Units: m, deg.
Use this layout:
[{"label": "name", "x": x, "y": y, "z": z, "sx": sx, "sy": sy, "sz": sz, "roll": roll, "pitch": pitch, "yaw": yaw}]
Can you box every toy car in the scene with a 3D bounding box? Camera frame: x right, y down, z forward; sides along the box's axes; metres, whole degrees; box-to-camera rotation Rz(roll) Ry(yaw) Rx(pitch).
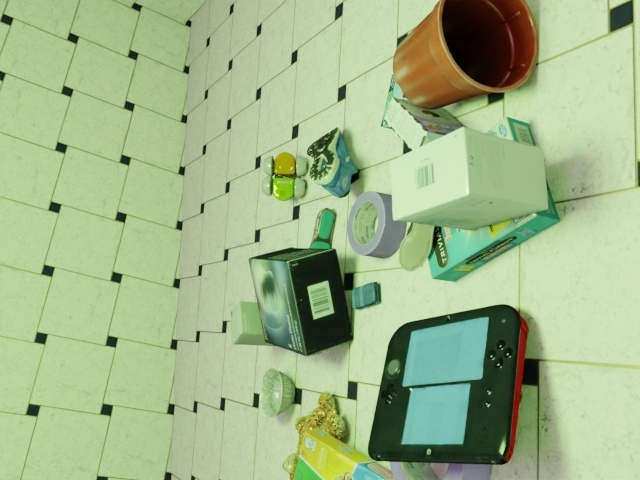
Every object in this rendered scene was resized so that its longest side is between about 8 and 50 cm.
[{"label": "toy car", "x": -0.130, "y": -0.230, "z": 2.305, "sx": 0.136, "sy": 0.159, "sz": 0.182, "roll": 68, "pitch": -155, "yaw": -81}]

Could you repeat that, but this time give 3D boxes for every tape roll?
[{"label": "tape roll", "x": 0.273, "y": 0.484, "z": 1.459, "sx": 0.274, "sy": 0.090, "sz": 0.275, "roll": -22, "pitch": 64, "yaw": 57}, {"label": "tape roll", "x": 0.161, "y": -0.045, "z": 1.797, "sx": 0.189, "sy": 0.080, "sz": 0.189, "roll": -25, "pitch": 60, "yaw": 56}]

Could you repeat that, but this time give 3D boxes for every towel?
[{"label": "towel", "x": 0.135, "y": 0.163, "z": 1.836, "sx": 0.119, "sy": 0.029, "sz": 0.067, "roll": -27, "pitch": 60, "yaw": 55}]

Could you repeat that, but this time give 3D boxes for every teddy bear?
[{"label": "teddy bear", "x": -0.026, "y": 0.626, "z": 1.912, "sx": 0.338, "sy": 0.113, "sz": 0.245, "roll": -56, "pitch": 36, "yaw": 36}]

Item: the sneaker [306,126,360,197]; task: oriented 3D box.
[{"label": "sneaker", "x": 0.043, "y": -0.242, "z": 1.994, "sx": 0.129, "sy": 0.147, "sz": 0.330, "roll": -30, "pitch": 31, "yaw": 23}]

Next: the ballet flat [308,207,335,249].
[{"label": "ballet flat", "x": 0.000, "y": 0.000, "z": 2.080, "sx": 0.079, "sy": 0.076, "sz": 0.222, "roll": 177, "pitch": 105, "yaw": -78}]

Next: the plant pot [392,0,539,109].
[{"label": "plant pot", "x": 0.322, "y": -0.444, "z": 1.475, "sx": 0.265, "sy": 0.272, "sz": 0.273, "roll": 166, "pitch": 110, "yaw": -67}]

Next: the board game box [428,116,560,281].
[{"label": "board game box", "x": 0.370, "y": -0.085, "z": 1.452, "sx": 0.336, "sy": 0.079, "sz": 0.254, "roll": -41, "pitch": 49, "yaw": 48}]

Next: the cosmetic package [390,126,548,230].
[{"label": "cosmetic package", "x": 0.301, "y": -0.114, "z": 1.274, "sx": 0.224, "sy": 0.224, "sz": 0.138, "roll": -20, "pitch": 69, "yaw": 56}]

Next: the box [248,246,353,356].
[{"label": "box", "x": -0.070, "y": 0.183, "z": 1.954, "sx": 0.294, "sy": 0.182, "sz": 0.296, "roll": 0, "pitch": 102, "yaw": 61}]

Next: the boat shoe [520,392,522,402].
[{"label": "boat shoe", "x": 0.356, "y": 0.376, "z": 1.301, "sx": 0.183, "sy": 0.066, "sz": 0.066, "roll": -57, "pitch": 6, "yaw": -1}]

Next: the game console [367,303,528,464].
[{"label": "game console", "x": 0.274, "y": 0.319, "z": 1.375, "sx": 0.386, "sy": 0.060, "sz": 0.342, "roll": -21, "pitch": 40, "yaw": 48}]

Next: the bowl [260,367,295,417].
[{"label": "bowl", "x": -0.139, "y": 0.530, "z": 2.158, "sx": 0.170, "sy": 0.080, "sz": 0.170, "roll": -21, "pitch": 65, "yaw": 56}]

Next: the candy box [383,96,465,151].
[{"label": "candy box", "x": 0.278, "y": -0.279, "z": 1.571, "sx": 0.196, "sy": 0.164, "sz": 0.070, "roll": 60, "pitch": 137, "yaw": 47}]

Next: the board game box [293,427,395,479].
[{"label": "board game box", "x": 0.064, "y": 0.691, "z": 1.685, "sx": 0.316, "sy": 0.064, "sz": 0.242, "roll": 17, "pitch": 98, "yaw": 40}]

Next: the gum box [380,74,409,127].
[{"label": "gum box", "x": 0.254, "y": -0.394, "z": 1.768, "sx": 0.184, "sy": 0.041, "sz": 0.157, "roll": 21, "pitch": 101, "yaw": 58}]

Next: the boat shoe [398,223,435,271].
[{"label": "boat shoe", "x": 0.249, "y": -0.020, "z": 1.526, "sx": 0.075, "sy": 0.065, "sz": 0.206, "roll": 20, "pitch": 116, "yaw": 14}]

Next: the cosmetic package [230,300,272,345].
[{"label": "cosmetic package", "x": -0.184, "y": 0.291, "z": 2.140, "sx": 0.107, "sy": 0.237, "sz": 0.127, "roll": -46, "pitch": 46, "yaw": 45}]
